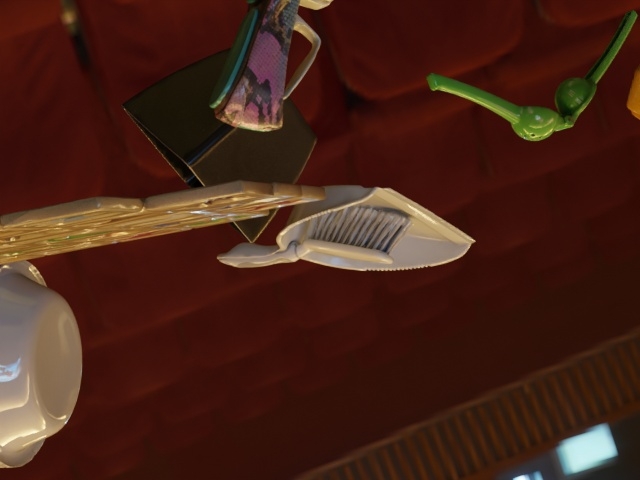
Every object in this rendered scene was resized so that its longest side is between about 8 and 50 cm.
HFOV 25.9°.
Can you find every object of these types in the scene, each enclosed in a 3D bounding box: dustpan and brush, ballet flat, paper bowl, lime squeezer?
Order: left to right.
[{"bbox_3d":[-0.423,0.165,1.889,0.148,0.284,0.284,-1,-168,14],"label":"paper bowl"},{"bbox_3d":[-0.033,-0.196,1.207,0.079,0.222,0.077,19,166,-21],"label":"ballet flat"},{"bbox_3d":[0.000,0.000,1.142,0.211,0.060,0.147,5,166,39],"label":"dustpan and brush"},{"bbox_3d":[0.265,-0.178,1.619,0.310,0.110,0.059,-21,166,-26],"label":"lime squeezer"}]

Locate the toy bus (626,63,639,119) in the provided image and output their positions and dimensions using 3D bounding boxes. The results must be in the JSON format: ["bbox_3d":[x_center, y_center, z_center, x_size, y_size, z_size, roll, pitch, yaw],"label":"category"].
[{"bbox_3d":[0.449,-0.080,1.279,0.332,0.130,0.108,22,-140,22],"label":"toy bus"}]

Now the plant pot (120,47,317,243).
[{"bbox_3d":[-0.120,-0.142,1.856,0.167,0.187,0.188,-44,-134,-7],"label":"plant pot"}]

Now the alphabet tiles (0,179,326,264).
[{"bbox_3d":[-0.180,-0.001,0.854,0.342,0.011,0.285,-10,178,15],"label":"alphabet tiles"}]
